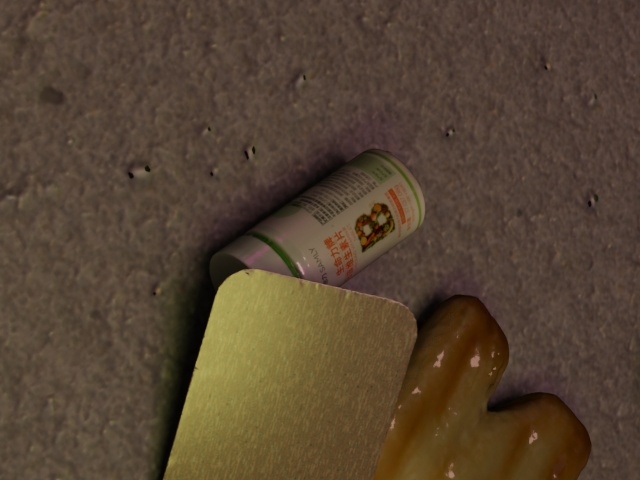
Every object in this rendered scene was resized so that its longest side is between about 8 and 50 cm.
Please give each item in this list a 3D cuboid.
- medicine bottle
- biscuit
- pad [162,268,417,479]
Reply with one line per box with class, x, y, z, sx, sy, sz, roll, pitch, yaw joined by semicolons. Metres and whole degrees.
medicine bottle;0.000;0.000;1.425;0.183;0.086;0.086;-36;110;-30
biscuit;0.114;0.221;1.520;0.237;0.062;0.291;47;65;-25
pad;-0.031;0.161;1.377;0.176;0.002;0.266;13;102;-16
